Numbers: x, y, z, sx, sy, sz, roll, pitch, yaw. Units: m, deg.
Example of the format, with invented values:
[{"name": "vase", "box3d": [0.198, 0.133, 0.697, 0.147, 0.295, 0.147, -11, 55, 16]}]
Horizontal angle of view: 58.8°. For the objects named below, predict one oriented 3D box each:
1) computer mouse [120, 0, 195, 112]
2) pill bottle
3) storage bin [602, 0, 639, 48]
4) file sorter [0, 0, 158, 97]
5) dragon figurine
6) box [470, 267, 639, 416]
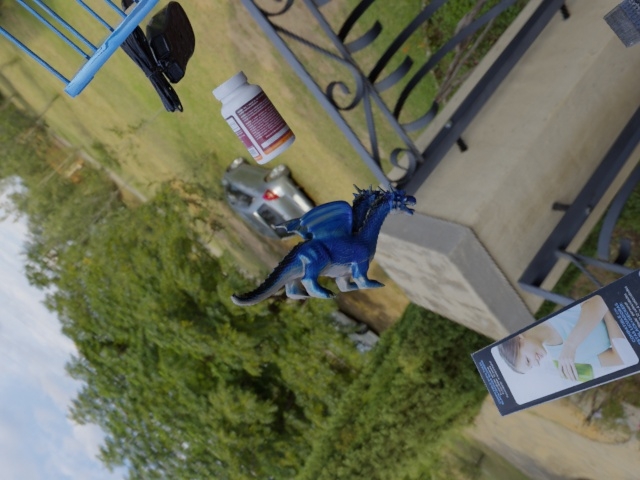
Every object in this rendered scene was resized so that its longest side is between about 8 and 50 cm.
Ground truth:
[{"name": "computer mouse", "box3d": [-0.285, -0.348, 0.956, 0.184, 0.060, 0.261, 62, -161, -48]}, {"name": "pill bottle", "box3d": [-0.119, -0.218, 1.004, 0.152, 0.086, 0.086, 54, 164, -17]}, {"name": "storage bin", "box3d": [0.630, -0.447, 1.080, 0.084, 0.122, 0.180, 51, -160, 0]}, {"name": "file sorter", "box3d": [-0.202, -0.237, 0.507, 0.104, 0.170, 0.118, 40, -165, -29]}, {"name": "dragon figurine", "box3d": [0.000, 0.000, 0.722, 0.085, 0.289, 0.143, -14, 85, 60]}, {"name": "box", "box3d": [0.326, 0.101, 0.631, 0.290, 0.169, 0.087, -51, 57, 54]}]
